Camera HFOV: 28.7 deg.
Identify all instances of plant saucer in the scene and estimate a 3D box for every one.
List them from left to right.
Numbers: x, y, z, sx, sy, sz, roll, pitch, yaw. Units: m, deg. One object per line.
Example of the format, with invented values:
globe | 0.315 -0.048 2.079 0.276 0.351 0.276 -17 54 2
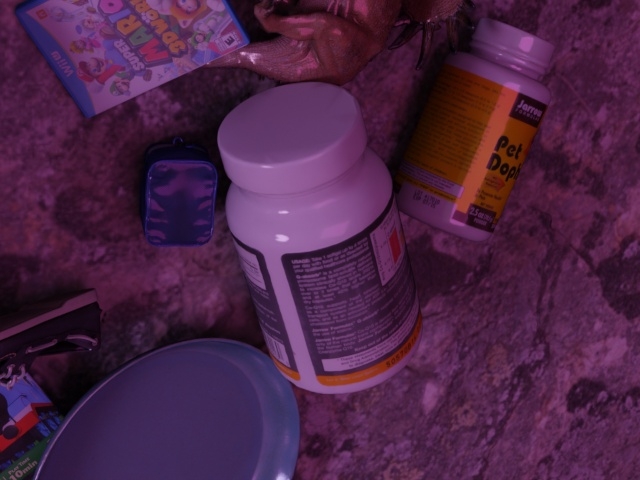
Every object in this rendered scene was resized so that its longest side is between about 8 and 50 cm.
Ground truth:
plant saucer | -0.158 0.236 1.259 0.318 0.044 0.317 -19 122 -33

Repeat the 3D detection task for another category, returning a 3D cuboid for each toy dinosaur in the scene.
toy dinosaur | 0.035 -0.213 1.178 0.296 0.127 0.200 -42 131 -4

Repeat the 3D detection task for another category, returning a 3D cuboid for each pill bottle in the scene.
pill bottle | 0.000 0.000 1.189 0.162 0.162 0.278 -29 130 -18
pill bottle | 0.160 -0.115 1.287 0.117 0.117 0.215 17 100 -34

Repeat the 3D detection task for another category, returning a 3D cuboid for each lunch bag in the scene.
lunch bag | -0.135 -0.048 1.172 0.067 0.065 0.098 3 109 -15

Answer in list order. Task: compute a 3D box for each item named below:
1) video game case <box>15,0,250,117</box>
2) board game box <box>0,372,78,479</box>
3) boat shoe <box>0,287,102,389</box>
video game case | -0.161 -0.186 1.083 0.166 0.015 0.119 -23 124 13
board game box | -0.345 0.153 1.142 0.160 0.039 0.211 -39 123 -12
boat shoe | -0.264 0.097 1.100 0.206 0.075 0.064 -26 106 -56
